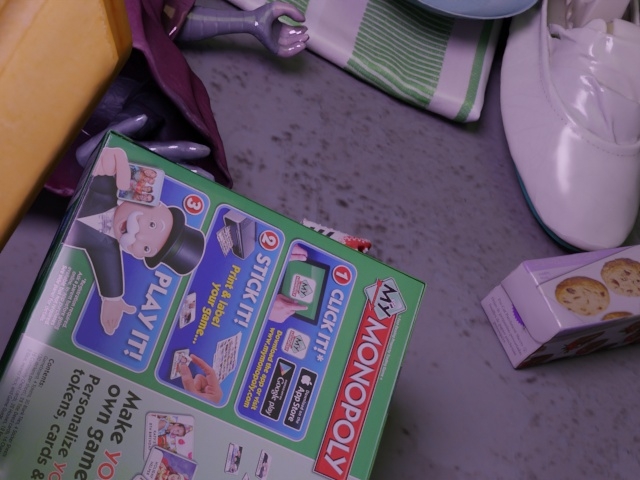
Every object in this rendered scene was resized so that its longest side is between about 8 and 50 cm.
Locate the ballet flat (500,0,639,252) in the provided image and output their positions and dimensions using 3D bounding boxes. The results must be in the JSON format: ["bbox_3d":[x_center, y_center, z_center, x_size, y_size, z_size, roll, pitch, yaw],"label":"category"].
[{"bbox_3d":[0.235,-0.179,1.154,0.139,0.139,0.400,21,50,-20],"label":"ballet flat"}]

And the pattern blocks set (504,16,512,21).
[{"bbox_3d":[0.306,-0.139,1.276,0.325,0.026,0.285,44,44,2],"label":"pattern blocks set"}]

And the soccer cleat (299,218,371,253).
[{"bbox_3d":[0.000,0.000,0.954,0.083,0.029,0.035,-5,64,-32],"label":"soccer cleat"}]

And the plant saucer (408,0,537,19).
[{"bbox_3d":[0.103,-0.251,1.153,0.195,0.037,0.195,12,50,-14],"label":"plant saucer"}]

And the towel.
[{"bbox_3d":[0.018,-0.249,1.157,0.325,0.038,0.248,30,46,-12],"label":"towel"}]

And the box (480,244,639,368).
[{"bbox_3d":[0.273,0.041,1.083,0.324,0.063,0.067,-6,61,-37],"label":"box"}]

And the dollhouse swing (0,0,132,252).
[{"bbox_3d":[-0.275,-0.001,0.385,0.347,0.305,0.315,35,35,-8],"label":"dollhouse swing"}]

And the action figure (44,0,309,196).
[{"bbox_3d":[-0.157,-0.170,0.917,0.276,0.248,0.370,-11,41,6],"label":"action figure"}]

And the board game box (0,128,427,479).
[{"bbox_3d":[-0.081,0.123,0.718,0.213,0.046,0.317,27,64,-16],"label":"board game box"}]
